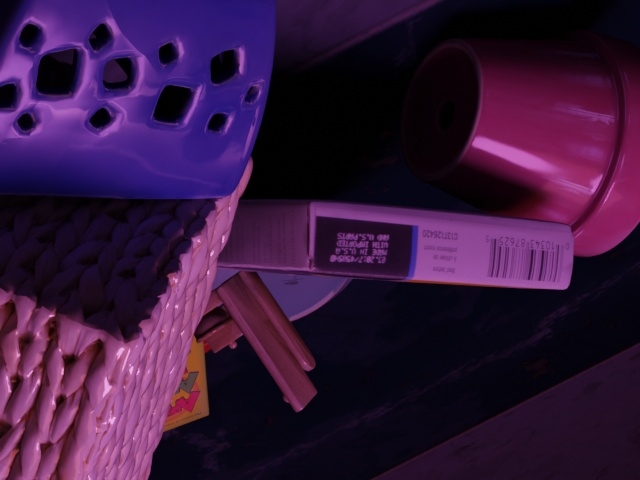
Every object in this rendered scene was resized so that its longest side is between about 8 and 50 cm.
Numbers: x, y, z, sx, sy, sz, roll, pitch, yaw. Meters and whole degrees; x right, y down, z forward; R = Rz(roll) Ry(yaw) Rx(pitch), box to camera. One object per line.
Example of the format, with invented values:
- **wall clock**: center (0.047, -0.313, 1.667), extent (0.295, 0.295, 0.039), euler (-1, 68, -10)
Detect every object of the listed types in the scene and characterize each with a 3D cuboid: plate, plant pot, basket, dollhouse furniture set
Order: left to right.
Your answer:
- **basket**: center (-0.236, 0.066, 1.347), extent (0.328, 0.266, 0.331), euler (-63, 173, -62)
- **plant pot**: center (-0.154, -0.177, 1.257), extent (0.236, 0.236, 0.212), euler (0, 132, -42)
- **dollhouse furniture set**: center (-0.092, 0.116, 1.740), extent (0.151, 0.123, 0.144), euler (-34, -179, 16)
- **plate**: center (-0.030, 0.035, 1.956), extent (0.188, 0.024, 0.188), euler (-20, 146, -14)
- **plant pot**: center (0.179, -0.099, 1.765), extent (0.180, 0.201, 0.201), euler (12, 136, -29)

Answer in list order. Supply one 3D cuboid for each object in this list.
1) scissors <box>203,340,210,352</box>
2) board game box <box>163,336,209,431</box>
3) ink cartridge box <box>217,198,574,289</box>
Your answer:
- **scissors**: center (-0.098, 0.089, 2.020), extent (0.297, 0.021, 0.109), euler (-26, 148, -7)
- **board game box**: center (-0.162, 0.123, 1.954), extent (0.092, 0.043, 0.181), euler (-20, 145, -15)
- **ink cartridge box**: center (0.000, 0.000, 1.692), extent (0.304, 0.072, 0.307), euler (3, 178, -42)
